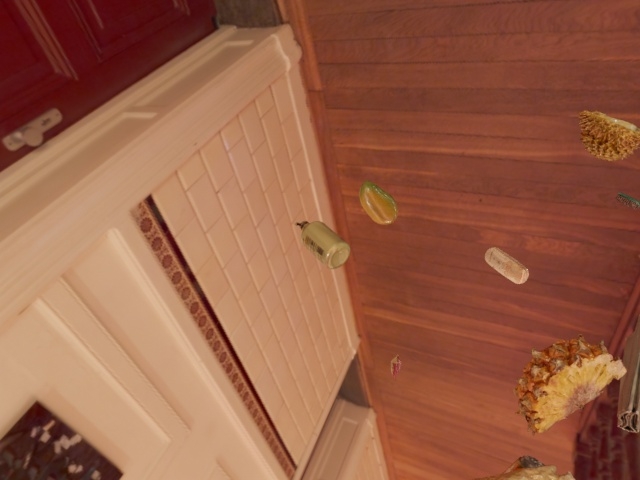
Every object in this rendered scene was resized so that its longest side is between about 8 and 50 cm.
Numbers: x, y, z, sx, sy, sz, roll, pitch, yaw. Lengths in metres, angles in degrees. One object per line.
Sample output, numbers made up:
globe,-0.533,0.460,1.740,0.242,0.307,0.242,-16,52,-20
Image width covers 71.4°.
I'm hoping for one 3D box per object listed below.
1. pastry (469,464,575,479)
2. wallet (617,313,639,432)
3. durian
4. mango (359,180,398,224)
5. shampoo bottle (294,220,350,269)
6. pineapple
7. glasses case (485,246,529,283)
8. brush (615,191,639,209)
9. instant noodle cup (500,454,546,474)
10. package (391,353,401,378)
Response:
pastry,0.292,0.431,0.735,0.121,0.089,0.258,5,143,-9
wallet,0.781,0.331,1.110,0.054,0.251,0.290,5,154,35
durian,0.926,-0.336,1.418,0.252,0.139,0.144,16,145,2
mango,0.285,-0.183,2.195,0.251,0.156,0.114,44,166,-27
shampoo bottle,0.000,0.000,1.122,0.162,0.079,0.079,42,153,40
pineapple,0.461,0.258,0.861,0.233,0.079,0.135,-37,110,2
glasses case,0.783,0.104,1.880,0.204,0.051,0.081,44,130,43
brush,1.145,-0.116,1.591,0.043,0.032,0.193,30,-166,-43
instant noodle cup,0.423,0.517,0.886,0.177,0.125,0.208,32,-173,-25
package,0.207,0.342,1.218,0.029,0.059,0.083,6,170,14
